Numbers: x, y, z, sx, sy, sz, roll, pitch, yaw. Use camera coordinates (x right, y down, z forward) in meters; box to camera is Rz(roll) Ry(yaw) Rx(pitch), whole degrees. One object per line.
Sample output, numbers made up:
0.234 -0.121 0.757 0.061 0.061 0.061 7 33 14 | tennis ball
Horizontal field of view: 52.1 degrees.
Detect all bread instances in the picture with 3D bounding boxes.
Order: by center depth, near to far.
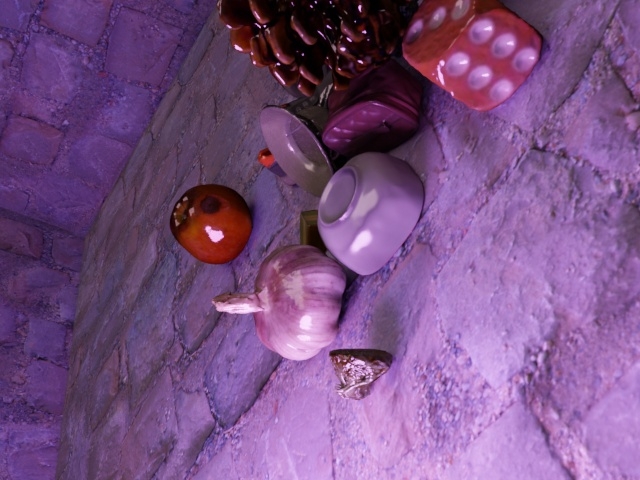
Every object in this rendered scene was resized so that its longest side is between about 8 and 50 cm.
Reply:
0.000 0.005 1.500 0.074 0.084 0.139 -123 30 -56 | bread

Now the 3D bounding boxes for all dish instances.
0.079 -0.069 1.313 0.256 0.117 0.256 -37 41 41 | dish

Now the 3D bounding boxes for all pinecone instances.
0.012 -0.486 1.196 0.398 0.398 0.397 -38 40 41 | pinecone

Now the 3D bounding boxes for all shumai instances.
0.068 0.236 1.151 0.124 0.099 0.087 -9 79 59 | shumai

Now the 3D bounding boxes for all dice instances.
0.263 -0.341 1.145 0.174 0.175 0.179 -51 36 25 | dice

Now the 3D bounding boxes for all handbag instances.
0.107 -0.266 1.379 0.225 0.146 0.135 -24 47 48 | handbag

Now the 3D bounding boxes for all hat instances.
-0.015 -0.242 1.548 0.130 0.257 0.257 -41 22 -20 | hat

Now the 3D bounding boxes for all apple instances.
-0.313 -0.046 1.854 0.230 0.230 0.230 -38 40 41 | apple

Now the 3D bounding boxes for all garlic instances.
-0.093 0.121 1.331 0.245 0.253 0.245 -175 90 -67 | garlic

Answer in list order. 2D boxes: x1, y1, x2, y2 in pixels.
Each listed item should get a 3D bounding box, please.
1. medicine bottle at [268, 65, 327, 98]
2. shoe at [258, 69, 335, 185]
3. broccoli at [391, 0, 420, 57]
-0.074 -0.495 1.860 0.131 0.131 0.250 -58 29 15 | medicine bottle
-0.062 -0.315 1.668 0.336 0.171 0.132 -60 29 13 | shoe
0.101 -0.459 1.496 0.177 0.198 0.275 57 143 3 | broccoli
